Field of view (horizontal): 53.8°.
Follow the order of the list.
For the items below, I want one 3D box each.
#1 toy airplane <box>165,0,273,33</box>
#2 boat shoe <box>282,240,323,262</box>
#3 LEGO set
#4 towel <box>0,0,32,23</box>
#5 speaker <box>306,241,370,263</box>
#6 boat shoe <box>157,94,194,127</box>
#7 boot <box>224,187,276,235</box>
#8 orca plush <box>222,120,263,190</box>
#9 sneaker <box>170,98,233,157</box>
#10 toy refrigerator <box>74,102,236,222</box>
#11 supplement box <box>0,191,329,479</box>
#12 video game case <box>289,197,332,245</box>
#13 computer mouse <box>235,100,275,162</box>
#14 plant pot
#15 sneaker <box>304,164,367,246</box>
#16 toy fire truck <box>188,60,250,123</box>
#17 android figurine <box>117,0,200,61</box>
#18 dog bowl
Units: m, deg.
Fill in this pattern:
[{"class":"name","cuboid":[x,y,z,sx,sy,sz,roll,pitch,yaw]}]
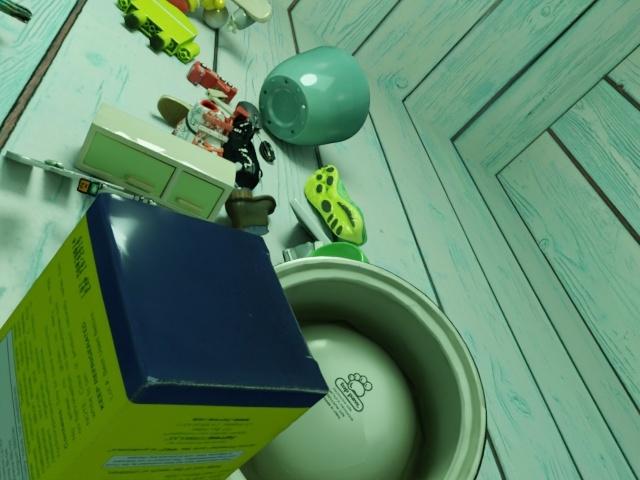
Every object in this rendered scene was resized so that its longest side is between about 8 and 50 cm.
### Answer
[{"class":"toy airplane","cuboid":[-0.322,-0.832,2.059,0.384,0.272,0.386,9,46,-1]},{"class":"boat shoe","cuboid":[-0.042,0.122,1.267,0.099,0.116,0.319,-1,40,4]},{"class":"LEGO set","cuboid":[-0.373,-0.080,0.993,0.182,0.060,0.244,18,0,-44]},{"class":"towel","cuboid":[-0.689,-0.494,1.056,0.271,0.040,0.370,33,6,3]},{"class":"speaker","cuboid":[0.053,0.148,1.133,0.131,0.131,0.297,-100,174,-52]},{"class":"boat shoe","cuboid":[-0.318,-0.295,1.490,0.170,0.063,0.059,33,23,-44]},{"class":"boot","cuboid":[-0.150,-0.047,1.379,0.219,0.082,0.106,12,69,-70]},{"class":"orca plush","cuboid":[-0.179,-0.241,1.563,0.151,0.102,0.287,34,27,-22]},{"class":"sneaker","cuboid":[-0.242,-0.186,1.332,0.090,0.145,0.270,21,34,-41]},{"class":"toy refrigerator","cuboid":[-0.301,-0.137,1.170,0.269,0.102,0.094,24,32,-21]},{"class":"supplement box","cuboid":[-0.199,0.158,0.615,0.195,0.356,0.194,17,37,-45]},{"class":"video game case","cuboid":[0.000,0.000,1.473,0.190,0.022,0.173,52,-4,13]},{"class":"computer mouse","cuboid":[-0.173,-0.310,1.753,0.071,0.041,0.242,13,40,-50]},{"class":"plant pot","cuboid":[-0.039,-0.409,1.842,0.293,0.293,0.235,50,40,10]},{"class":"sneaker","cuboid":[0.042,-0.089,1.702,0.123,0.109,0.296,53,10,-47]},{"class":"toy fire truck","cuboid":[-0.280,-0.400,1.720,0.192,0.047,0.135,34,28,-22]},{"class":"android figurine","cuboid":[-0.445,-0.608,1.775,0.248,0.056,0.273,39,26,-13]},{"class":"dog bowl","cuboid":[0.016,0.235,0.890,0.407,0.150,0.408,7,58,-12]}]
